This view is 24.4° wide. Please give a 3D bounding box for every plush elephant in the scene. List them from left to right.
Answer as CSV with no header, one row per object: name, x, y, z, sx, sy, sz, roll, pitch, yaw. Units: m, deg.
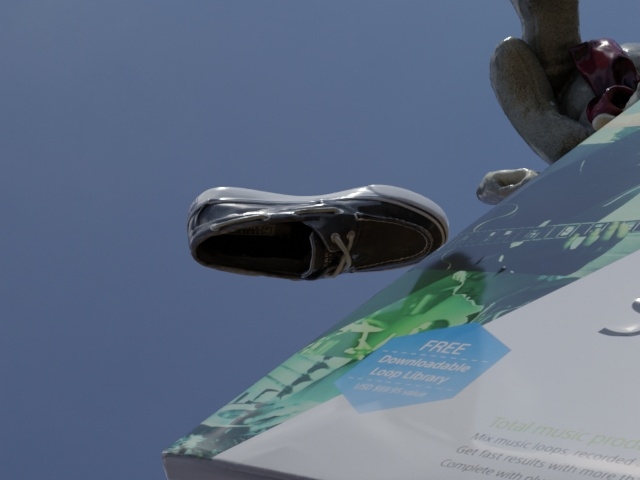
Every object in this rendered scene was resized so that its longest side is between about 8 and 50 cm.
plush elephant,0.285,-0.095,1.344,0.272,0.255,0.330,10,-74,-4

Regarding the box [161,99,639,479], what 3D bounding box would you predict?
box,0.136,0.020,0.496,0.322,0.232,0.058,-33,-68,-36

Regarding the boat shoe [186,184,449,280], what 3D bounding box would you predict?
boat shoe,0.000,0.000,1.667,0.301,0.102,0.108,5,-60,-8
